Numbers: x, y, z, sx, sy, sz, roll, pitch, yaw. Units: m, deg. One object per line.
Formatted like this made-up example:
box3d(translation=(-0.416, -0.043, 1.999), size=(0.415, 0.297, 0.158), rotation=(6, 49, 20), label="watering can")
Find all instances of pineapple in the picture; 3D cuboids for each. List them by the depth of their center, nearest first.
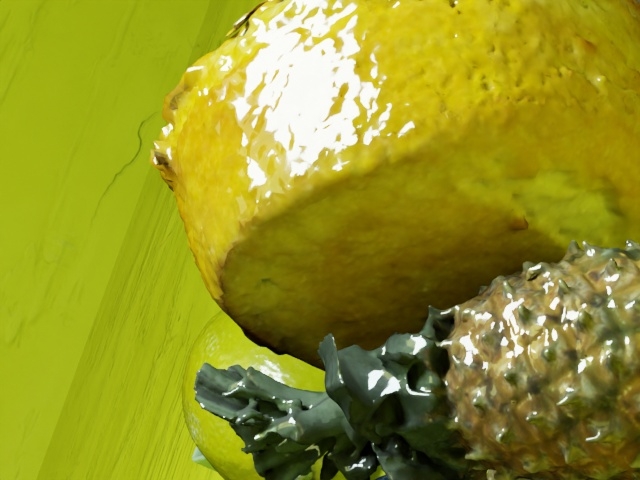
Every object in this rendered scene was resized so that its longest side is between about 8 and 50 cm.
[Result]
box3d(translation=(0.074, 0.086, 1.167), size=(0.310, 0.170, 0.141), rotation=(-11, 65, 23), label="pineapple")

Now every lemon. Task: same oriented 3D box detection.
box3d(translation=(-0.029, 0.138, 1.722), size=(0.184, 0.184, 0.248), rotation=(-62, 20, 12), label="lemon")

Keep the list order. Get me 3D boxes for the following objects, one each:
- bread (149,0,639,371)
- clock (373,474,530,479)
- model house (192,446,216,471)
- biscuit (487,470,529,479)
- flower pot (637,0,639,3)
box3d(translation=(0.078, -0.030, 1.281), size=(0.337, 0.358, 0.204), rotation=(-28, 51, 33), label="bread")
box3d(translation=(0.084, 0.225, 1.214), size=(0.199, 0.146, 0.243), rotation=(-55, 17, -6), label="clock")
box3d(translation=(-0.045, 0.164, 1.919), size=(0.127, 0.100, 0.149), rotation=(-26, 43, 69), label="model house")
box3d(translation=(0.132, 0.183, 1.372), size=(0.120, 0.015, 0.120), rotation=(-59, 13, 23), label="biscuit")
box3d(translation=(0.232, -0.308, 1.366), size=(0.243, 0.265, 0.265), rotation=(-43, 23, 35), label="flower pot")
